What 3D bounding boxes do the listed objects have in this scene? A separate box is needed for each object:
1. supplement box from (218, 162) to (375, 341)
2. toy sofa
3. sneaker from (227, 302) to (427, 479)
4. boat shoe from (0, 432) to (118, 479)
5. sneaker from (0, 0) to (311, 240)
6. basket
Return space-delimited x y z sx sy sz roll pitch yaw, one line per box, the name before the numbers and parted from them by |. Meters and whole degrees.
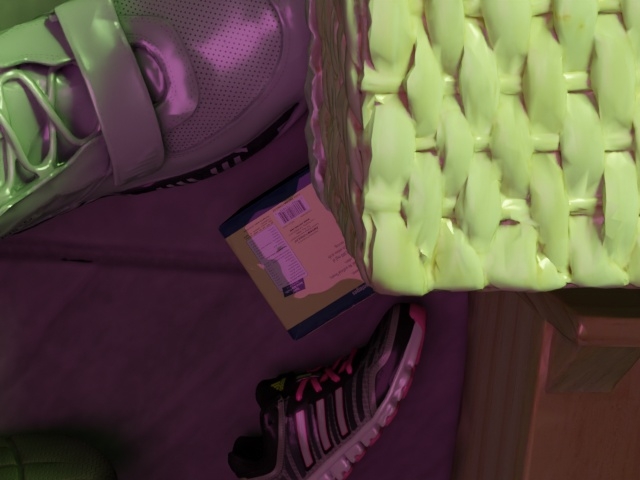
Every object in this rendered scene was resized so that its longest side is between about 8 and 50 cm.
supplement box | 0.000 0.000 1.123 0.083 0.056 0.083 -32 95 18
toy sofa | 0.166 0.180 1.102 0.150 0.177 0.363 2 105 -14
sneaker | 0.000 0.098 1.144 0.075 0.063 0.170 33 113 -4
boat shoe | -0.262 0.230 1.215 0.355 0.132 0.130 -22 108 25
sneaker | -0.162 -0.062 1.062 0.365 0.210 0.137 -20 99 16
basket | 0.155 -0.147 0.917 0.328 0.266 0.331 -1 105 -1
